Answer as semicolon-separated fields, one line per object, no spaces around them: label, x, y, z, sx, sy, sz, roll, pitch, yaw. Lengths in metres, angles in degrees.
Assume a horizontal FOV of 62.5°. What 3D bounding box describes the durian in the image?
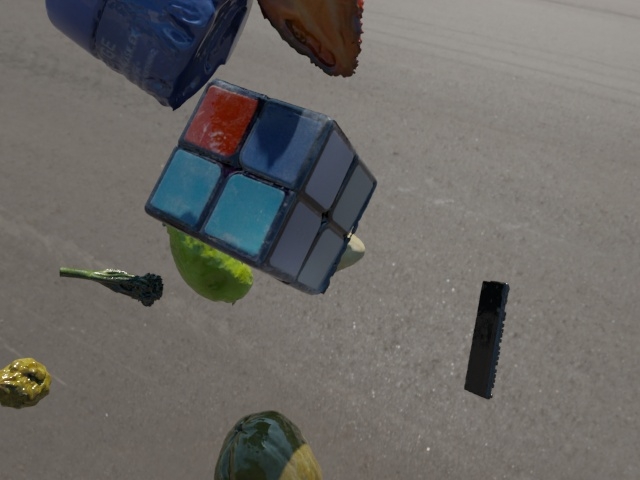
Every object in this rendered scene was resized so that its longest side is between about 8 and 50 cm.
durian;-0.330;0.041;1.617;0.255;0.204;0.340;-10;84;-46

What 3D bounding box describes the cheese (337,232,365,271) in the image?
cheese;0.000;-0.001;1.647;0.251;0.248;0.174;-17;34;6

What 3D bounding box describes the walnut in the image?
walnut;-0.125;0.546;1.237;0.282;0.283;0.227;-34;13;-36

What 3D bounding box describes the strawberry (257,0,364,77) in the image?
strawberry;-0.004;-0.320;0.693;0.192;0.140;0.085;33;34;0

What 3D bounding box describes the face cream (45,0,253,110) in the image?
face cream;-0.253;-0.366;0.826;0.225;0.249;0.249;34;42;-8

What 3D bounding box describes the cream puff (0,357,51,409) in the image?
cream puff;-0.805;0.389;1.421;0.146;0.146;0.116;-21;4;-27

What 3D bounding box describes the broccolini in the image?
broccolini;-0.418;0.074;1.072;0.202;0.091;0.068;23;69;-16

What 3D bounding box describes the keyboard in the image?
keyboard;0.283;0.166;0.895;0.018;0.196;0.060;12;-2;-27

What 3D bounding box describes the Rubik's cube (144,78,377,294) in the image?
Rubik's cube;-0.110;-0.100;1.111;0.318;0.313;0.316;24;85;26
